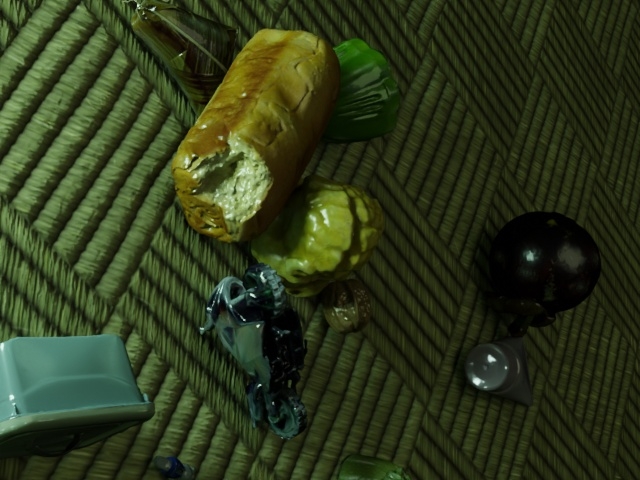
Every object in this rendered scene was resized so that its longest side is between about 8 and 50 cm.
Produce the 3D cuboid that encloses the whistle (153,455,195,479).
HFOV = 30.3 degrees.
[{"bbox_3d":[-0.202,0.316,1.621,0.083,0.029,0.033,42,64,-46],"label":"whistle"}]

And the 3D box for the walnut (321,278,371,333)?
[{"bbox_3d":[0.043,0.106,1.957,0.079,0.082,0.096,-8,76,-23],"label":"walnut"}]

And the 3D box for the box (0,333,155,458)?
[{"bbox_3d":[-0.325,0.193,1.401,0.227,0.162,0.130,5,65,-51],"label":"box"}]

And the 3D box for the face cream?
[{"bbox_3d":[0.368,0.253,2.327,0.274,0.096,0.154,13,64,-63],"label":"face cream"}]

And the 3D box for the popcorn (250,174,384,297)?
[{"bbox_3d":[0.000,0.000,1.855,0.200,0.226,0.203,21,98,-35],"label":"popcorn"}]

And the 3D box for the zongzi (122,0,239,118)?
[{"bbox_3d":[-0.214,-0.257,1.759,0.187,0.084,0.184,16,78,-40],"label":"zongzi"}]

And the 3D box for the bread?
[{"bbox_3d":[-0.083,-0.157,1.769,0.195,0.149,0.344,76,33,-49],"label":"bread"}]

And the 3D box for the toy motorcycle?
[{"bbox_3d":[-0.094,0.158,1.733,0.106,0.159,0.270,-24,114,-43],"label":"toy motorcycle"}]

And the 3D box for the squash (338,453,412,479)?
[{"bbox_3d":[0.108,0.390,1.901,0.105,0.132,0.105,17,67,-46],"label":"squash"}]

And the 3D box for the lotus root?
[{"bbox_3d":[0.016,-0.231,1.985,0.186,0.186,0.186,20,63,-47],"label":"lotus root"}]

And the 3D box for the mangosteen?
[{"bbox_3d":[0.439,0.072,2.371,0.228,0.228,0.265,30,80,-43],"label":"mangosteen"}]
